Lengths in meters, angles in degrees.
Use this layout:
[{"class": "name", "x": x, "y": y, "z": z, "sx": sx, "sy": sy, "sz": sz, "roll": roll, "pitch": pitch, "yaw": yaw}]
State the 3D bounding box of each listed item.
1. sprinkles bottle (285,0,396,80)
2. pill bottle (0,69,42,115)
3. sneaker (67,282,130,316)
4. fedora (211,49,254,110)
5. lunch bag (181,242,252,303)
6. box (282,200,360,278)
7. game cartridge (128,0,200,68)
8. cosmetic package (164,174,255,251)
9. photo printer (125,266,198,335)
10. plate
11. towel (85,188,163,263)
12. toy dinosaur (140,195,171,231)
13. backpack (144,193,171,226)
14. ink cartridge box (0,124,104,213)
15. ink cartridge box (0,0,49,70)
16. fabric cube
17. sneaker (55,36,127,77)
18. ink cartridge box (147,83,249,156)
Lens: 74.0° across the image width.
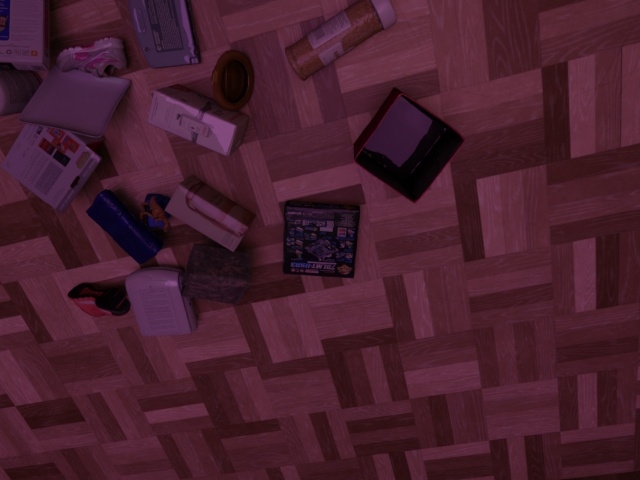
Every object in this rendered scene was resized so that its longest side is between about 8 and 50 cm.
[{"class": "sprinkles bottle", "x": 0.062, "y": -0.658, "z": 1.362, "sx": 0.355, "sy": 0.121, "sz": 0.121, "roll": -27, "pitch": 109, "yaw": 15}, {"class": "pill bottle", "x": -1.088, "y": -0.502, "z": 1.423, "sx": 0.160, "sy": 0.283, "sz": 0.161, "roll": 1, "pitch": 113, "yaw": 3}, {"class": "sneaker", "x": -0.935, "y": 0.278, "z": 1.840, "sx": 0.313, "sy": 0.116, "sz": 0.136, "roll": 11, "pitch": 132, "yaw": 21}, {"class": "fedora", "x": -0.312, "y": -0.543, "z": 1.441, "sx": 0.079, "sy": 0.194, "sz": 0.195, "roll": 22, "pitch": 119, "yaw": 34}, {"class": "lunch bag", "x": -0.419, "y": 0.152, "z": 1.691, "sx": 0.235, "sy": 0.169, "sz": 0.287, "roll": 11, "pitch": 145, "yaw": -21}, {"class": "box", "x": 0.000, "y": 0.000, "z": 1.679, "sx": 0.295, "sy": 0.073, "sz": 0.294, "roll": 3, "pitch": 114, "yaw": 2}, {"class": "game cartridge", "x": -0.524, "y": -0.736, "z": 1.408, "sx": 0.197, "sy": 0.062, "sz": 0.298, "roll": -2, "pitch": 113, "yaw": 9}, {"class": "cosmetic package", "x": -0.413, "y": -0.105, "z": 1.622, "sx": 0.296, "sy": 0.153, "sz": 0.129, "roll": 32, "pitch": 110, "yaw": -11}, {"class": "photo printer", "x": -0.681, "y": 0.256, "z": 1.820, "sx": 0.255, "sy": 0.107, "sz": 0.308, "roll": -5, "pitch": 112, "yaw": 6}, {"class": "plate", "x": -0.832, "y": -0.471, "z": 1.460, "sx": 0.277, "sy": 0.278, "sz": 0.045, "roll": 11, "pitch": 151, "yaw": -2}, {"class": "towel", "x": -0.772, "y": -0.051, "z": 1.684, "sx": 0.227, "sy": 0.076, "sz": 0.308, "roll": -21, "pitch": 114, "yaw": 48}, {"class": "toy dinosaur", "x": -0.608, "y": -0.116, "z": 1.561, "sx": 0.112, "sy": 0.064, "sz": 0.212, "roll": 3, "pitch": 145, "yaw": 5}, {"class": "backpack", "x": -0.636, "y": -0.112, "z": 1.662, "sx": 0.101, "sy": 0.098, "sz": 0.120, "roll": 1, "pitch": 113, "yaw": -11}, {"class": "ink cartridge box", "x": -0.968, "y": -0.303, "z": 1.583, "sx": 0.272, "sy": 0.130, "sz": 0.309, "roll": 43, "pitch": 110, "yaw": -12}, {"class": "ink cartridge box", "x": -0.976, "y": -0.731, "z": 1.361, "sx": 0.175, "sy": 0.069, "sz": 0.371, "roll": -3, "pitch": 85, "yaw": -13}, {"class": "fabric cube", "x": 0.280, "y": -0.325, "z": 1.417, "sx": 0.254, "sy": 0.258, "sz": 0.259, "roll": 33, "pitch": 112, "yaw": -9}, {"class": "sneaker", "x": -0.780, "y": -0.609, "z": 1.453, "sx": 0.252, "sy": 0.103, "sz": 0.111, "roll": -11, "pitch": 111, "yaw": 10}, {"class": "ink cartridge box", "x": -0.407, "y": -0.415, "z": 1.454, "sx": 0.282, "sy": 0.207, "sz": 0.117, "roll": 22, "pitch": 115, "yaw": -6}]
